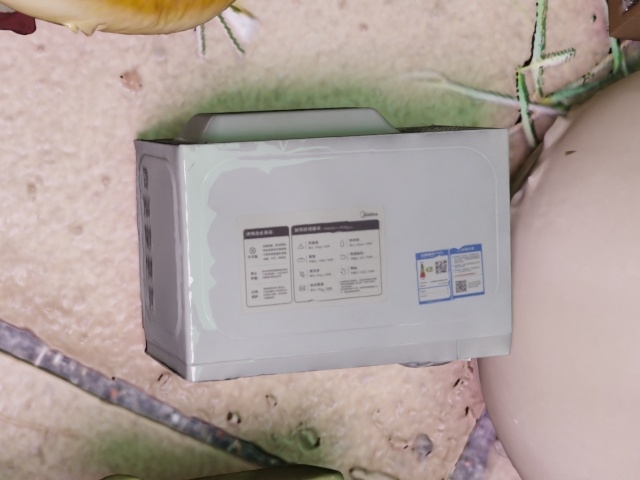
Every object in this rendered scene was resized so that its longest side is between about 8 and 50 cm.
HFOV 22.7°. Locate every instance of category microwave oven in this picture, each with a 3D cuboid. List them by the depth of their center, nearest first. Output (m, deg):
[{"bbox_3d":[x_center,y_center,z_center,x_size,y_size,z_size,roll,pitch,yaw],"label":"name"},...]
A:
[{"bbox_3d":[0.000,0.000,0.981,0.208,0.122,0.162,-4,96,-19],"label":"microwave oven"}]

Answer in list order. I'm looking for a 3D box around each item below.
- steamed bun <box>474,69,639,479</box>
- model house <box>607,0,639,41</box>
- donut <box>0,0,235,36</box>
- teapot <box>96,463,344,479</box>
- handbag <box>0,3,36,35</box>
[{"bbox_3d":[0.296,0.055,1.030,0.375,0.241,0.374,-3,97,-22],"label":"steamed bun"},{"bbox_3d":[0.291,-0.265,1.053,0.181,0.176,0.248,4,77,-19],"label":"model house"},{"bbox_3d":[-0.134,-0.297,0.770,0.198,0.449,0.448,-14,102,23],"label":"donut"},{"bbox_3d":[-0.078,0.252,0.922,0.322,0.239,0.239,-5,80,-29],"label":"teapot"},{"bbox_3d":[-0.256,-0.207,0.850,0.235,0.127,0.212,-18,101,-55],"label":"handbag"}]
